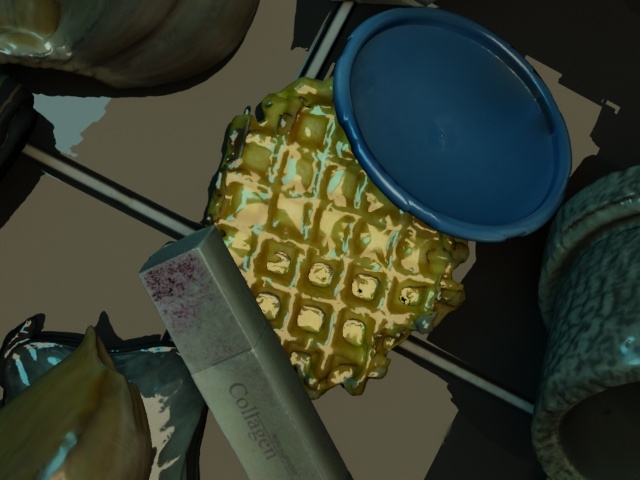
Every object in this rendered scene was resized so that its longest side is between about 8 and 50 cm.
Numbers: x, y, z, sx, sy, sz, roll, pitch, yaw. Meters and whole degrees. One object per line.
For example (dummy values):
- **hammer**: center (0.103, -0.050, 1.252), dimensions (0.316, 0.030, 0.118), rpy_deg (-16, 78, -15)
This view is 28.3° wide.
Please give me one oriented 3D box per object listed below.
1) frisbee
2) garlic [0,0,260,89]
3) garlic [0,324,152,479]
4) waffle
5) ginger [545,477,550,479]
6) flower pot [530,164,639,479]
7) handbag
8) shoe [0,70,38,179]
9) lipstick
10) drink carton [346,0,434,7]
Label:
- **frisbee**: center (0.116, -0.101, 1.133), dimensions (0.242, 0.045, 0.242), rpy_deg (13, 57, -21)
- **garlic**: center (-0.180, -0.254, 1.108), dimensions (0.237, 0.210, 0.292), rpy_deg (25, 91, 28)
- **garlic**: center (-0.286, 0.219, 1.043), dimensions (0.338, 0.151, 0.196), rpy_deg (-26, 57, 15)
- **waffle**: center (0.001, 0.000, 1.148), dimensions (0.262, 0.060, 0.280), rpy_deg (-31, 93, -6)
- **ginger**: center (0.183, 0.318, 1.163), dimensions (0.213, 0.074, 0.137), rpy_deg (-34, 93, -12)
- **flower pot**: center (0.331, 0.074, 1.068), dimensions (0.299, 0.299, 0.283), rpy_deg (23, 48, -6)
- **handbag**: center (-0.196, 0.236, 1.121), dimensions (0.191, 0.075, 0.332), rpy_deg (2, 92, -3)
- **shoe**: center (-0.432, -0.047, 1.043), dimensions (0.384, 0.171, 0.237), rpy_deg (-43, 98, 2)
- **lipstick**: center (-0.051, 0.143, 1.102), dimensions (0.066, 0.068, 0.317), rpy_deg (-23, 103, 17)
- **drink carton**: center (0.086, -0.280, 1.034), dimensions (0.106, 0.315, 0.131), rpy_deg (5, 89, -10)
